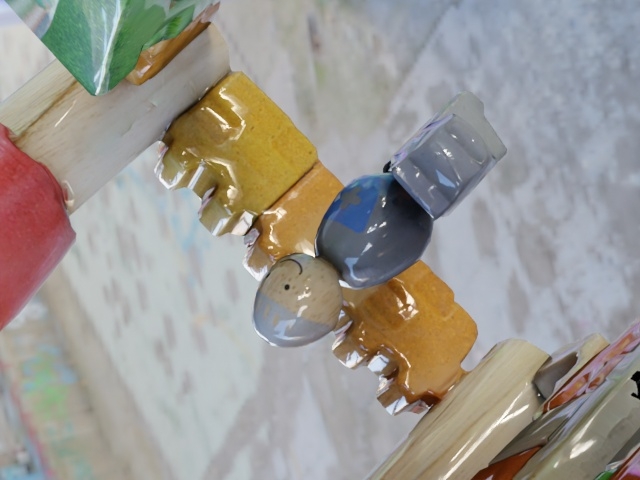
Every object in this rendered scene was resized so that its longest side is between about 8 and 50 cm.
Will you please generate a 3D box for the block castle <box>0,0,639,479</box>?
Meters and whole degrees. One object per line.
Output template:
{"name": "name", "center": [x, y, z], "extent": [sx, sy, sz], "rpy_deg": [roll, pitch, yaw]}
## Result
{"name": "block castle", "center": [0.000, 0.000, 0.438], "extent": [0.303, 0.213, 0.453], "rpy_deg": [45, 156, 2]}
